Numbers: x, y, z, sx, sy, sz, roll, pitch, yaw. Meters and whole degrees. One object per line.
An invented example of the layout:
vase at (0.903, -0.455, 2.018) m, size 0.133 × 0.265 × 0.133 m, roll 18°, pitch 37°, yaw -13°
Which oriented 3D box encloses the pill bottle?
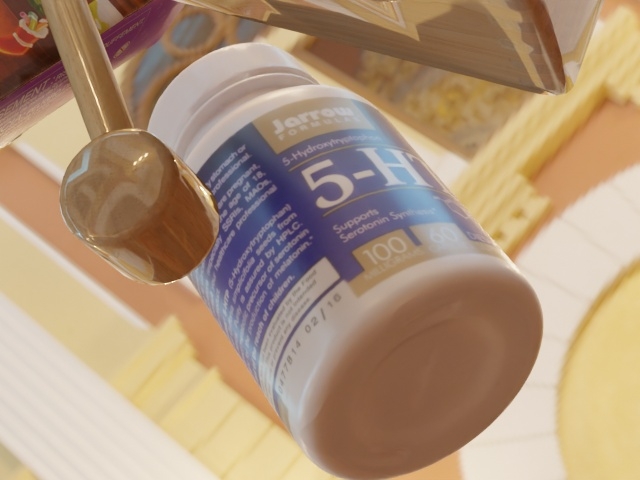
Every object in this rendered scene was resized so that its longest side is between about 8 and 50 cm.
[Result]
pill bottle at (0.000, 0.000, 0.683) m, size 0.112 × 0.187 × 0.112 m, roll -20°, pitch -43°, yaw -20°

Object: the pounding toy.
pounding toy at (-0.021, -0.094, 0.408) m, size 0.206 × 0.181 × 0.094 m, roll -69°, pitch -21°, yaw -10°

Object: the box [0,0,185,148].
box at (-0.204, -0.147, 0.566) m, size 0.057 × 0.293 × 0.201 m, roll -47°, pitch -1°, yaw 44°
